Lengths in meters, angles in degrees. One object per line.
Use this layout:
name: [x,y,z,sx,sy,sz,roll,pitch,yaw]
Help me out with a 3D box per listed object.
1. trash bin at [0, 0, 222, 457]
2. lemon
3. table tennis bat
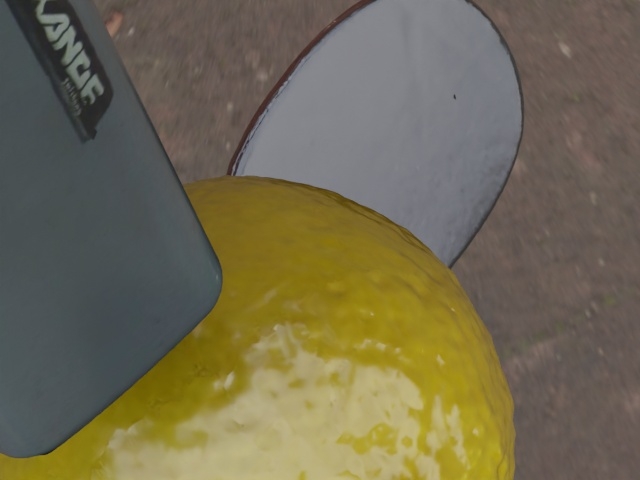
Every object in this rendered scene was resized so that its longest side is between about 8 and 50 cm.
trash bin: [-0.125,-0.060,0.443,0.101,0.236,0.177,-43,59,-13]
lemon: [-0.029,0.069,0.629,0.187,0.244,0.186,-11,111,-29]
table tennis bat: [0.000,0.000,0.863,0.274,0.021,0.154,-52,130,-9]
